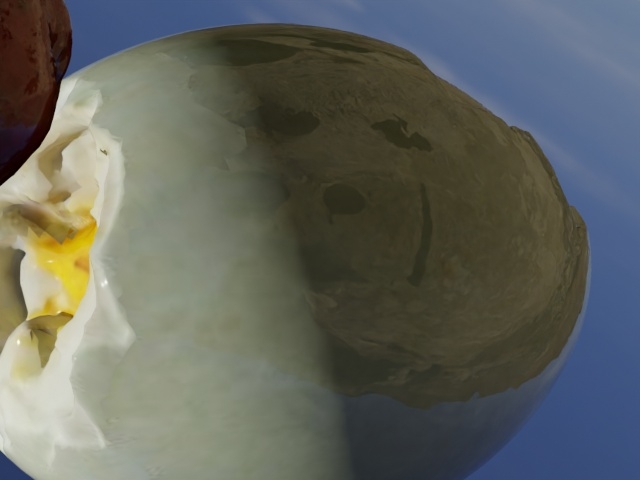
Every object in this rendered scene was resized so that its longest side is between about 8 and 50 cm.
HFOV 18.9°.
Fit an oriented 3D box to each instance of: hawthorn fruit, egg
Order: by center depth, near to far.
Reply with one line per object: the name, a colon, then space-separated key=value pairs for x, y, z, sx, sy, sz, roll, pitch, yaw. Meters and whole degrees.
hawthorn fruit: x=-0.166 y=-0.073 z=0.765 sx=0.138 sy=0.133 sz=0.133 roll=20 pitch=-166 yaw=7
egg: x=-0.013 y=0.022 z=1.033 sx=0.336 sy=0.278 sz=0.278 roll=2 pitch=-149 yaw=-33
